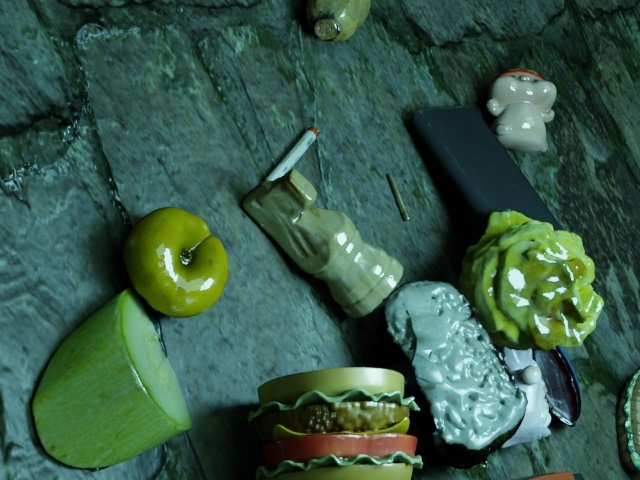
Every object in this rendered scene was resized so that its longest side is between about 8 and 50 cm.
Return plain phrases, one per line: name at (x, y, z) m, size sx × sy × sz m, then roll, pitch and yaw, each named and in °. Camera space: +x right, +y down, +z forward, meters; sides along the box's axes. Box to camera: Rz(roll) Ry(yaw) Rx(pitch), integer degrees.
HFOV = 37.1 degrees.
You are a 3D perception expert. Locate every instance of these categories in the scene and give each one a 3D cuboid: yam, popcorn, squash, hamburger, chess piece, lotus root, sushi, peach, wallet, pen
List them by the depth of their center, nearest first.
squash at (-0.316, 0.210, 1.393) m, size 0.236 × 0.155 × 0.204 m, roll 63°, pitch 8°, yaw 3°
hamburger at (0.021, 0.324, 1.467) m, size 0.275 × 0.274 × 0.212 m, roll 13°, pitch 64°, yaw -38°
peach at (-0.224, 0.033, 1.498) m, size 0.179 × 0.103 × 0.179 m, roll 26°, pitch 52°, yaw -37°
chess piece at (0.000, 0.000, 1.705) m, size 0.301 × 0.137 × 0.137 m, roll 42°, pitch 48°, yaw -16°
sushi at (0.202, 0.248, 1.723) m, size 0.235 × 0.207 × 0.348 m, roll -15°, pitch 68°, yaw -19°
pen at (-0.061, -0.148, 1.786) m, size 0.026 × 0.026 × 0.218 m, roll 49°, pitch 47°, yaw -14°
popcorn at (0.400, 0.088, 1.799) m, size 0.293 × 0.237 × 0.292 m, roll 1°, pitch 82°, yaw -9°
yam at (0.161, -0.089, 1.967) m, size 0.014 × 0.014 × 0.107 m, roll -14°, pitch 80°, yaw -45°
lotus root at (0.041, -0.500, 1.982) m, size 0.125 × 0.118 × 0.220 m, roll 52°, pitch 46°, yaw -35°
wallet at (0.368, -0.123, 2.068) m, size 0.228 × 0.062 × 0.406 m, roll -14°, pitch 64°, yaw -44°

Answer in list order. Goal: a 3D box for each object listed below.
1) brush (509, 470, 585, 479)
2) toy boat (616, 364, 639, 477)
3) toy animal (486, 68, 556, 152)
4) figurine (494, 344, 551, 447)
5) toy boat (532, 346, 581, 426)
brush at (0.441, 0.506, 1.915) m, size 0.323 × 0.051 × 0.070 m, roll 5°, pitch 70°, yaw -41°
toy boat at (0.738, 0.401, 2.206) m, size 0.109 × 0.099 × 0.292 m, roll 25°, pitch 63°, yaw -32°
toy animal at (0.472, -0.313, 2.256) m, size 0.171 × 0.171 × 0.197 m, roll 20°, pitch 65°, yaw -35°
figurine at (0.388, 0.280, 1.917) m, size 0.133 × 0.200 × 0.275 m, roll -1°, pitch 63°, yaw 2°
toy boat at (0.496, 0.299, 2.046) m, size 0.097 × 0.100 × 0.223 m, roll -42°, pitch 109°, yaw -81°
